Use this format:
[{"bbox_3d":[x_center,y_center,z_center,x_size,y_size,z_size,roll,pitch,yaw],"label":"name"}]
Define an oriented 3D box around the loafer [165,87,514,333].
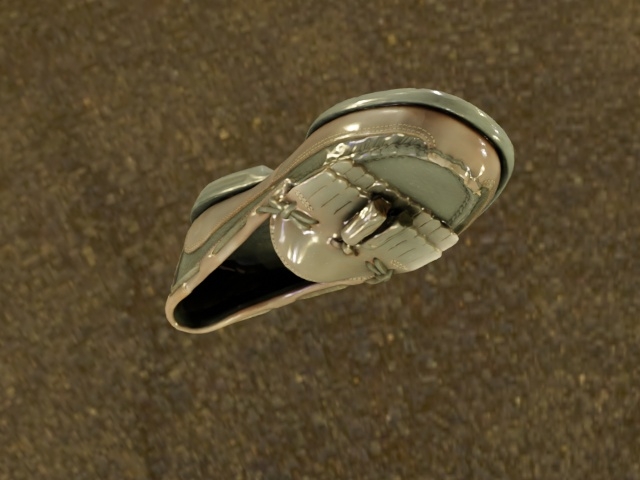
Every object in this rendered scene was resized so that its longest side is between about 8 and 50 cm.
[{"bbox_3d":[0.000,0.000,0.734,0.096,0.267,0.084,37,63,-18],"label":"loafer"}]
